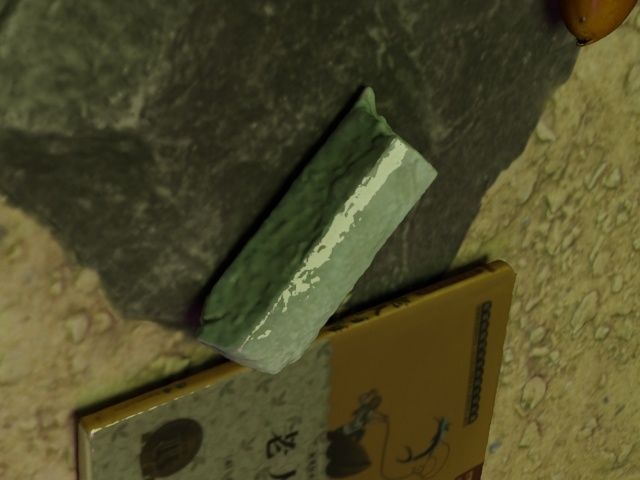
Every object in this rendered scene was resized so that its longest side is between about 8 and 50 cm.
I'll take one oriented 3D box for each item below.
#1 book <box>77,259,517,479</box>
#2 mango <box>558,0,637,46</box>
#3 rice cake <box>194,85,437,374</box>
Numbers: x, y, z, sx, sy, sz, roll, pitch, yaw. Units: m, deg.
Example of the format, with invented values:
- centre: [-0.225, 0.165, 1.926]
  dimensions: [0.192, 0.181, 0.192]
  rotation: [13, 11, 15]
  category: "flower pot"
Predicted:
- centre: [-0.008, 0.179, 0.891]
  dimensions: [0.389, 0.032, 0.269]
  rotation: [-19, 127, -31]
  category: "book"
- centre: [0.203, -0.204, 0.813]
  dimensions: [0.077, 0.063, 0.127]
  rotation: [-28, 137, -32]
  category: "mango"
- centre: [0.000, 0.000, 0.761]
  dimensions: [0.206, 0.063, 0.069]
  rotation: [-51, 139, -3]
  category: "rice cake"
